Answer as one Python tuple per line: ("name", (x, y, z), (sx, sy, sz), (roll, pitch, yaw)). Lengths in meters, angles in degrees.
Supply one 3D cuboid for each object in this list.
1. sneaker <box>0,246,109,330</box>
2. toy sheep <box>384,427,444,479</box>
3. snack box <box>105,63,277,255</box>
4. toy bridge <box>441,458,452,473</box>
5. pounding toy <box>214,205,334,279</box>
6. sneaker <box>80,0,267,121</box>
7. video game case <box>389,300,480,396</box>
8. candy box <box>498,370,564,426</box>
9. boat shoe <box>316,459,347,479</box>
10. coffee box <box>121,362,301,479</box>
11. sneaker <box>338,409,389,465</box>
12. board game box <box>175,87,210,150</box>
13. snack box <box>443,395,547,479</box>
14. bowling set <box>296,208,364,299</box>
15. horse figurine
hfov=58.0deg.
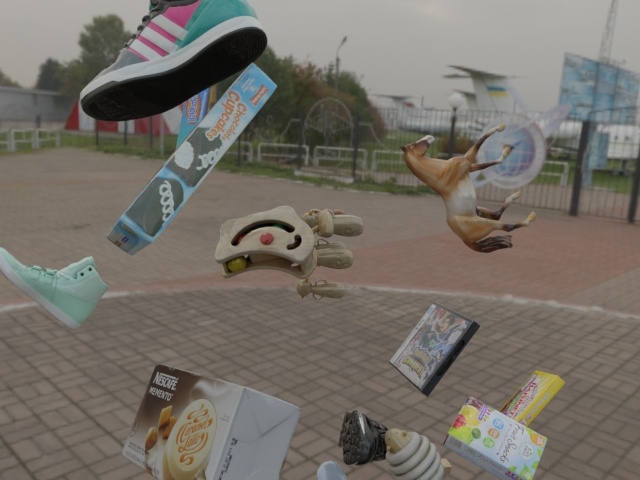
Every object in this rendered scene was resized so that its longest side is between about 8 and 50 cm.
("sneaker", (-0.598, 0.067, 1.291), (0.094, 0.256, 0.151), (10, 56, 53))
("toy sheep", (0.147, 0.346, 0.894), (0.132, 0.091, 0.091), (47, 16, 0))
("snack box", (-0.208, -0.125, 0.921), (0.060, 0.322, 0.187), (40, -23, -16))
("toy bridge", (0.183, 0.472, 1.034), (0.063, 0.188, 0.026), (5, 16, -17))
("pounding toy", (-0.087, 0.032, 1.271), (0.269, 0.155, 0.154), (-15, 55, -5))
("sneaker", (-0.241, -0.311, 0.867), (0.295, 0.179, 0.124), (-23, -18, 6))
("video game case", (0.332, 0.313, 1.726), (0.035, 0.248, 0.275), (39, -3, -13))
("candy box", (0.409, 0.355, 1.195), (0.027, 0.206, 0.105), (45, -7, 0))
("boat shoe", (0.043, 0.581, 1.211), (0.080, 0.229, 0.076), (-18, -21, -15))
("coffee box", (-0.152, 0.256, 0.765), (0.098, 0.141, 0.246), (31, -21, -34))
("sneaker", (0.116, 0.433, 1.263), (0.124, 0.107, 0.283), (15, -9, 1))
("board game box", (-0.277, -0.263, 1.265), (0.047, 0.210, 0.160), (9, -14, -11))
("snack box", (0.288, 0.331, 0.951), (0.141, 0.037, 0.100), (27, 40, 22))
("bowling set", (0.000, 0.000, 1.496), (0.154, 0.287, 0.200), (6, 35, -11))
("horse figurine", (0.267, -0.079, 1.008), (0.174, 0.263, 0.066), (-24, 16, 0))
